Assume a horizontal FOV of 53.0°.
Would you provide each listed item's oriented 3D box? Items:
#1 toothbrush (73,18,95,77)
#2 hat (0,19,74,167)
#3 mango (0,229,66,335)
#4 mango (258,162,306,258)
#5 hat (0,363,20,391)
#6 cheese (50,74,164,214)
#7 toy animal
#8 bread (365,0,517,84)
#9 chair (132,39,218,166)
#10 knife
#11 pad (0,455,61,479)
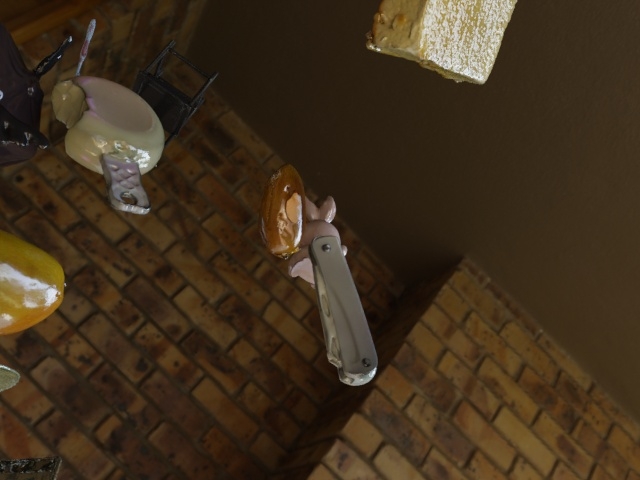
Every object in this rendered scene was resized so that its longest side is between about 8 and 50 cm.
[{"bbox_3d":[-0.522,-0.420,1.421,0.013,0.194,0.019,24,-34,-34],"label":"toothbrush"},{"bbox_3d":[-0.444,-0.154,0.875,0.208,0.238,0.336,12,-62,-7],"label":"hat"},{"bbox_3d":[-0.438,0.042,0.781,0.253,0.139,0.113,30,11,-42],"label":"mango"},{"bbox_3d":[-0.051,-0.037,0.851,0.063,0.077,0.127,2,-74,-4],"label":"mango"},{"bbox_3d":[-0.604,0.159,1.004,0.256,0.130,0.257,-6,-25,-3],"label":"hat"},{"bbox_3d":[-0.294,-0.134,0.913,0.082,0.163,0.286,-56,-141,26],"label":"cheese"},{"bbox_3d":[-0.001,0.001,1.409,0.124,0.213,0.124,5,-45,5],"label":"toy animal"},{"bbox_3d":[0.211,-0.378,1.089,0.114,0.274,0.185,29,-71,38],"label":"bread"},{"bbox_3d":[-0.379,-0.325,1.522,0.154,0.260,0.141,34,-35,-10],"label":"chair"},{"bbox_3d":[0.027,0.099,0.995,0.041,0.073,0.266,110,-26,-48],"label":"knife"},{"bbox_3d":[-0.705,0.562,1.423,0.232,0.174,0.022,-4,-46,7],"label":"pad"}]
